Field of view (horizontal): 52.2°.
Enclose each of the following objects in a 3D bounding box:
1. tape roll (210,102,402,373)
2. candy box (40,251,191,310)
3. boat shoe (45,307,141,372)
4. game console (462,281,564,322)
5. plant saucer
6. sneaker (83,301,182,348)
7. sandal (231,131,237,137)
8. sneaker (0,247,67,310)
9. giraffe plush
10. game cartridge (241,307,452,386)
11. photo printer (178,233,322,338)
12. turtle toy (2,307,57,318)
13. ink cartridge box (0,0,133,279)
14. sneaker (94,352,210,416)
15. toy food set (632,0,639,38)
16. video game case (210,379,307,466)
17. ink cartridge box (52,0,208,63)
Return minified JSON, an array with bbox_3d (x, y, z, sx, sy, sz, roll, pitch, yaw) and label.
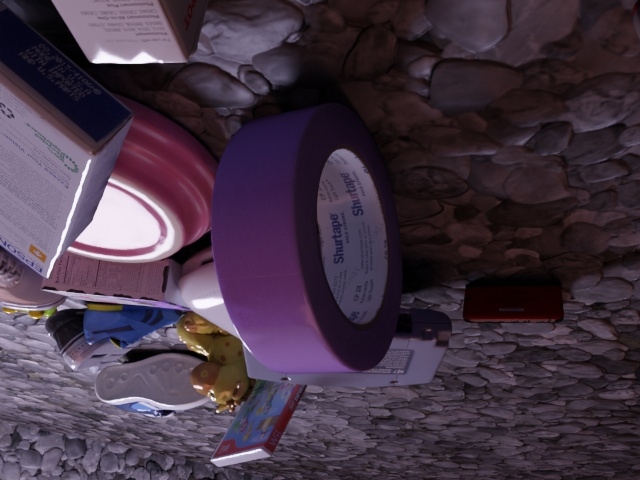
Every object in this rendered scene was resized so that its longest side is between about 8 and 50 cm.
[{"bbox_3d":[0.000,0.000,0.689,0.090,0.275,0.275,-6,148,25],"label":"tape roll"},{"bbox_3d":[-0.313,0.064,1.047,0.196,0.070,0.165,5,170,7],"label":"candy box"},{"bbox_3d":[-0.446,0.183,1.301,0.119,0.121,0.335,52,167,6],"label":"boat shoe"},{"bbox_3d":[0.299,0.112,1.012,0.143,0.124,0.085,-3,123,18],"label":"game console"},{"bbox_3d":[-0.292,-0.064,0.849,0.331,0.084,0.332,6,150,3],"label":"plant saucer"},{"bbox_3d":[-0.343,0.155,1.199,0.069,0.082,0.209,-1,175,34],"label":"sneaker"},{"bbox_3d":[-0.068,-0.008,0.793,0.054,0.097,0.255,-22,120,-18],"label":"sandal"},{"bbox_3d":[-0.555,0.050,1.107,0.258,0.094,0.091,21,153,-20],"label":"sneaker"},{"bbox_3d":[-0.187,0.240,1.270,0.210,0.171,0.181,4,150,8],"label":"giraffe plush"},{"bbox_3d":[0.033,0.164,0.988,0.296,0.062,0.198,2,151,-1],"label":"game cartridge"},{"bbox_3d":[-0.052,0.092,1.037,0.255,0.107,0.307,-12,145,30],"label":"photo printer"},{"bbox_3d":[-0.557,0.106,1.234,0.130,0.066,0.095,12,174,-3],"label":"turtle toy"},{"bbox_3d":[-0.361,-0.132,0.650,0.324,0.071,0.330,40,146,-8],"label":"ink cartridge box"},{"bbox_3d":[-0.359,0.361,1.600,0.322,0.130,0.236,-6,158,15],"label":"sneaker"},{"bbox_3d":[0.317,-0.132,0.539,0.232,0.111,0.104,20,149,-25],"label":"toy food set"},{"bbox_3d":[-0.082,0.276,1.203,0.025,0.285,0.204,41,142,-13],"label":"video game case"},{"bbox_3d":[-0.140,-0.240,0.429,0.085,0.148,0.203,2,150,10],"label":"ink cartridge box"}]
